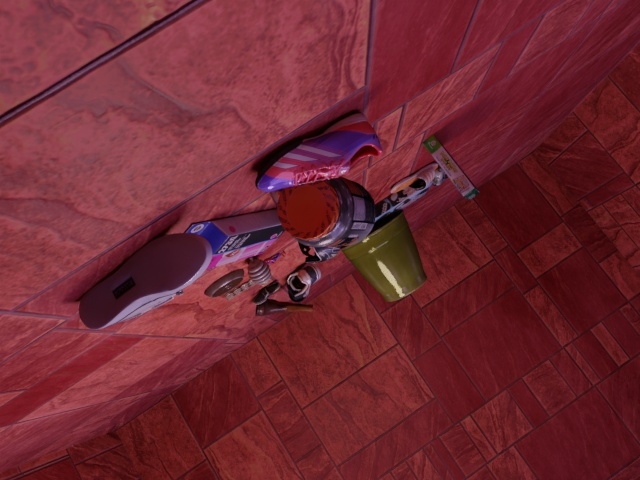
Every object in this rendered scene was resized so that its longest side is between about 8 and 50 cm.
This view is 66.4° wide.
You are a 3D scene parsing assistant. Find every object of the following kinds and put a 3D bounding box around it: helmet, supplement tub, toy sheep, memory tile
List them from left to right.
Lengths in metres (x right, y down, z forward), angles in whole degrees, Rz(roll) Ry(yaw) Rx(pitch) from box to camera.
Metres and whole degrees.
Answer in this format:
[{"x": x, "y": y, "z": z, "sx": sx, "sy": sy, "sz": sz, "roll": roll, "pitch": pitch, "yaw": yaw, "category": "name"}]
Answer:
[{"x": -0.333, "y": 0.205, "z": 2.060, "sx": 0.148, "sy": 0.012, "sz": 0.113, "roll": -32, "pitch": 168, "yaw": -12, "category": "memory tile"}, {"x": -0.222, "y": 0.107, "z": 1.751, "sx": 0.091, "sy": 0.132, "sz": 0.091, "roll": -24, "pitch": -148, "yaw": 16, "category": "toy sheep"}, {"x": 0.000, "y": 0.000, "z": 1.783, "sx": 0.161, "sy": 0.170, "sz": 0.169, "roll": -23, "pitch": 179, "yaw": 44, "category": "helmet"}, {"x": 0.022, "y": -0.084, "z": 1.388, "sx": 0.207, "sy": 0.207, "sz": 0.338, "roll": -38, "pitch": 167, "yaw": 17, "category": "supplement tub"}]

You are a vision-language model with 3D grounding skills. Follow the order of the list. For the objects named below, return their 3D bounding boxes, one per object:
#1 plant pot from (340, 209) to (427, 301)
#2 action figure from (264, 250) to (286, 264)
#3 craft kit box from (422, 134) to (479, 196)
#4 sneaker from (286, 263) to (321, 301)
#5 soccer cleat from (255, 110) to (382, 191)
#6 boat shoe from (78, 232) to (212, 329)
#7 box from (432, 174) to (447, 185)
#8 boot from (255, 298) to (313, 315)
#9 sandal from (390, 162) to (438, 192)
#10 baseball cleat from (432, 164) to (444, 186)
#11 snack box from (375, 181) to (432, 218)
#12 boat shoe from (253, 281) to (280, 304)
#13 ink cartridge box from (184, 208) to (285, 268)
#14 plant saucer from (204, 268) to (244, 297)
[{"x": 0.335, "y": 0.096, "z": 2.404, "sx": 0.366, "sy": 0.353, "sz": 0.366, "roll": -31, "pitch": -177, "yaw": 2, "category": "plant pot"}, {"x": -0.187, "y": 0.077, "z": 1.912, "sx": 0.115, "sy": 0.030, "sz": 0.038, "roll": -25, "pitch": 170, "yaw": -30, "category": "action figure"}, {"x": 0.497, "y": -0.270, "z": 1.848, "sx": 0.061, "sy": 0.247, "sz": 0.250, "roll": -41, "pitch": 167, "yaw": 18, "category": "craft kit box"}, {"x": -0.119, "y": 0.230, "z": 2.483, "sx": 0.127, "sy": 0.126, "sz": 0.321, "roll": -26, "pitch": 161, "yaw": -37, "category": "sneaker"}, {"x": 0.000, "y": -0.184, "z": 1.142, "sx": 0.318, "sy": 0.116, "sz": 0.109, "roll": -31, "pitch": 168, "yaw": -16, "category": "soccer cleat"}, {"x": -0.392, "y": 0.102, "z": 1.185, "sx": 0.367, "sy": 0.136, "sz": 0.156, "roll": -34, "pitch": 169, "yaw": 12, "category": "boat shoe"}, {"x": 0.634, "y": -0.319, "z": 2.585, "sx": 0.083, "sy": 0.018, "sz": 0.067, "roll": -39, "pitch": 167, "yaw": 22, "category": "box"}, {"x": -0.178, "y": 0.350, "z": 2.476, "sx": 0.280, "sy": 0.096, "sz": 0.264, "roll": 6, "pitch": 170, "yaw": 6, "category": "boot"}, {"x": 0.419, "y": -0.249, "z": 2.133, "sx": 0.265, "sy": 0.076, "sz": 0.102, "roll": -30, "pitch": 168, "yaw": -22, "category": "sandal"}, {"x": 0.560, "y": -0.314, "z": 2.276, "sx": 0.109, "sy": 0.072, "sz": 0.206, "roll": -50, "pitch": 175, "yaw": 5, "category": "baseball cleat"}, {"x": 0.364, "y": -0.180, "z": 2.296, "sx": 0.321, "sy": 0.060, "sz": 0.187, "roll": -33, "pitch": 169, "yaw": -8, "category": "snack box"}, {"x": -0.260, "y": 0.246, "z": 2.339, "sx": 0.152, "sy": 0.056, "sz": 0.049, "roll": -41, "pitch": 166, "yaw": -17, "category": "boat shoe"}, {"x": -0.245, "y": -0.001, "z": 1.361, "sx": 0.175, "sy": 0.069, "sz": 0.370, "roll": -42, "pitch": 164, "yaw": 32, "category": "ink cartridge box"}, {"x": -0.350, "y": 0.164, "z": 1.814, "sx": 0.168, "sy": 0.029, "sz": 0.168, "roll": -32, "pitch": 169, "yaw": -7, "category": "plant saucer"}]
